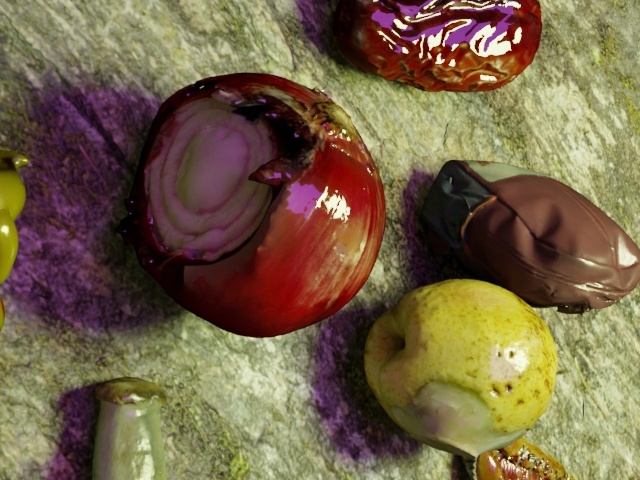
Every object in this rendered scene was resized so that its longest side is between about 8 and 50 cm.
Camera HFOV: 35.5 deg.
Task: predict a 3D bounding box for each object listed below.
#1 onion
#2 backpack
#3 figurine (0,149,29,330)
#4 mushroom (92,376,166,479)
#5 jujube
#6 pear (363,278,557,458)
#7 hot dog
[{"bbox_3d":[-0.066,-0.049,1.248,0.341,0.341,0.341,7,78,-35],"label":"onion"},{"bbox_3d":[0.343,0.010,1.552,0.283,0.317,0.197,2,118,-35],"label":"backpack"},{"bbox_3d":[-0.424,0.034,1.059,0.218,0.169,0.326,26,59,-55],"label":"figurine"},{"bbox_3d":[-0.228,0.312,1.188,0.100,0.081,0.312,16,60,-42],"label":"mushroom"},{"bbox_3d":[0.182,-0.331,1.565,0.342,0.216,0.216,-3,84,-31],"label":"jujube"},{"bbox_3d":[0.198,0.178,1.439,0.271,0.271,0.271,7,78,-35],"label":"pear"},{"bbox_3d":[0.328,0.394,1.612,0.268,0.075,0.144,39,59,-28],"label":"hot dog"}]
